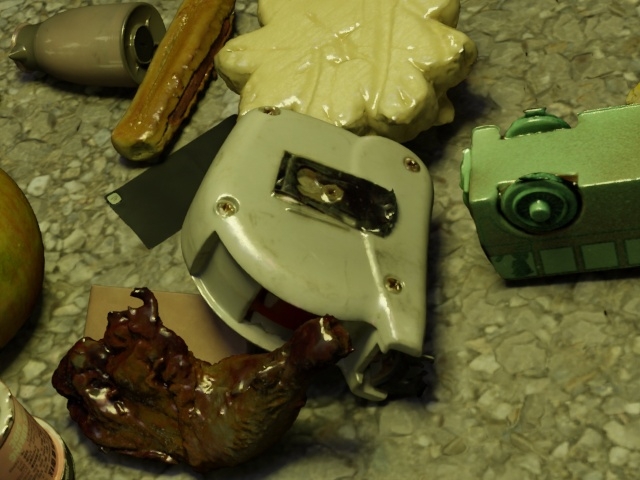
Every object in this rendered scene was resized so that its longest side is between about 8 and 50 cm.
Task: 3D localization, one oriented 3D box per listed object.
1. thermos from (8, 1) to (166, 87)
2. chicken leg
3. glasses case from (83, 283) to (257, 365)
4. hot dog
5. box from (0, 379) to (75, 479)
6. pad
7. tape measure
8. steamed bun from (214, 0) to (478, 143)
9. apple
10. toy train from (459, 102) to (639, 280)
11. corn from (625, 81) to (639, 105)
[{"bbox_3d":[-0.293,-0.249,1.749,0.193,0.105,0.137,2,24,27],"label":"thermos"},{"bbox_3d":[-0.115,0.131,1.310,0.323,0.177,0.083,8,26,22],"label":"chicken leg"},{"bbox_3d":[-0.146,0.106,1.412,0.194,0.070,0.102,4,79,17],"label":"glasses case"},{"bbox_3d":[-0.176,-0.208,1.690,0.088,0.061,0.285,9,54,28],"label":"hot dog"},{"bbox_3d":[-0.330,0.208,1.321,0.151,0.135,0.151,-9,49,11],"label":"box"},{"bbox_3d":[-0.147,-0.072,1.602,0.193,0.004,0.116,-33,49,-14],"label":"pad"},{"bbox_3d":[0.000,0.000,1.357,0.265,0.130,0.258,20,49,-14],"label":"tape measure"},{"bbox_3d":[0.028,-0.191,1.569,0.292,0.137,0.295,35,74,32],"label":"steamed bun"},{"bbox_3d":[-0.421,0.015,1.457,0.246,0.226,0.246,-9,45,9],"label":"apple"},{"bbox_3d":[0.302,-0.054,1.350,0.327,0.159,0.129,-8,45,15],"label":"toy train"},{"bbox_3d":[0.487,-0.162,1.407,0.347,0.130,0.130,-14,47,8],"label":"corn"}]
